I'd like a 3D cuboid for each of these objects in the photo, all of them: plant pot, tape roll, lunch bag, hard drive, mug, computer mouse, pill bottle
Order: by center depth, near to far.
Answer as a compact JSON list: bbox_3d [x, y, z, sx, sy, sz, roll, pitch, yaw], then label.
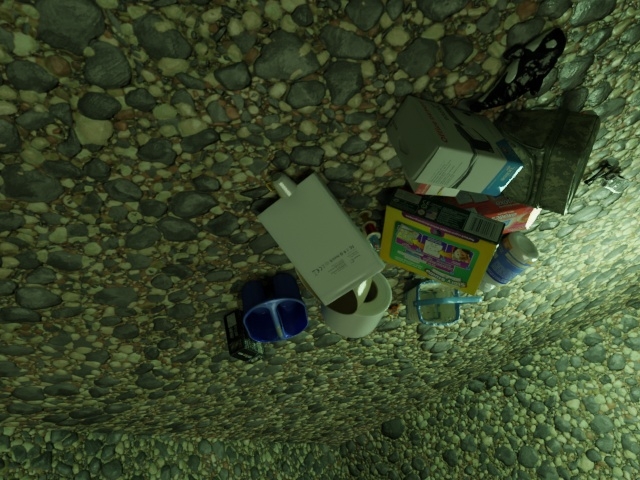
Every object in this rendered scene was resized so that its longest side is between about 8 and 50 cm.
[{"bbox_3d":[-0.117,-0.161,1.404,0.078,0.062,0.064,-33,135,9],"label":"mug"},{"bbox_3d":[0.000,0.000,1.476,0.233,0.353,0.047,-35,-174,22],"label":"hard drive"},{"bbox_3d":[0.671,-0.247,1.487,0.212,0.256,0.305,-56,150,-22],"label":"lunch bag"},{"bbox_3d":[0.073,0.091,1.685,0.191,0.284,0.284,-43,156,-29],"label":"plant pot"},{"bbox_3d":[1.103,-0.231,1.848,0.193,0.042,0.106,14,129,-29],"label":"computer mouse"},{"bbox_3d":[0.136,0.232,1.882,0.246,0.246,0.169,-3,143,-19],"label":"tape roll"},{"bbox_3d":[0.772,0.099,2.054,0.153,0.152,0.272,9,137,-32],"label":"pill bottle"}]

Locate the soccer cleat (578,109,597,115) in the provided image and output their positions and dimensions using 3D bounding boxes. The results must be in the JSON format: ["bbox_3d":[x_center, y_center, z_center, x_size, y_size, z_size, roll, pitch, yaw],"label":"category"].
[{"bbox_3d":[0.801,-0.343,1.551,0.076,0.068,0.196,2,147,-33],"label":"soccer cleat"}]

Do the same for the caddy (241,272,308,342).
[{"bbox_3d":[-0.176,0.283,1.872,0.242,0.179,0.341,-15,144,-5],"label":"caddy"}]

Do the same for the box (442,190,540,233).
[{"bbox_3d":[0.591,-0.114,1.690,0.300,0.154,0.142,-11,145,-11],"label":"box"}]

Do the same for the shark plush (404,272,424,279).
[{"bbox_3d":[0.439,0.145,2.061,0.161,0.073,0.067,-35,172,15],"label":"shark plush"}]

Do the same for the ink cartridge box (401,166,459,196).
[{"bbox_3d":[0.367,-0.200,1.507,0.198,0.115,0.067,1,139,-24],"label":"ink cartridge box"}]

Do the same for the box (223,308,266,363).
[{"bbox_3d":[-0.307,0.389,1.956,0.078,0.180,0.147,-30,144,16],"label":"box"}]

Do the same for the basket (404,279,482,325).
[{"bbox_3d":[0.514,0.270,2.103,0.255,0.200,0.289,4,170,-29],"label":"basket"}]

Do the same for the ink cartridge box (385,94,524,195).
[{"bbox_3d":[0.366,-0.258,1.336,0.308,0.223,0.129,5,138,-28],"label":"ink cartridge box"}]

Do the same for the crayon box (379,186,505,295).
[{"bbox_3d":[0.394,0.008,1.638,0.363,0.106,0.313,22,148,16],"label":"crayon box"}]

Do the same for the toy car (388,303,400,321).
[{"bbox_3d":[0.359,0.349,2.308,0.060,0.040,0.122,-17,144,-2],"label":"toy car"}]

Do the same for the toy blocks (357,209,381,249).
[{"bbox_3d":[0.179,-0.015,1.648,0.054,0.148,0.123,-22,144,6],"label":"toy blocks"}]

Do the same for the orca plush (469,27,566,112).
[{"bbox_3d":[0.533,-0.424,1.288,0.287,0.102,0.151,-32,142,20],"label":"orca plush"}]
